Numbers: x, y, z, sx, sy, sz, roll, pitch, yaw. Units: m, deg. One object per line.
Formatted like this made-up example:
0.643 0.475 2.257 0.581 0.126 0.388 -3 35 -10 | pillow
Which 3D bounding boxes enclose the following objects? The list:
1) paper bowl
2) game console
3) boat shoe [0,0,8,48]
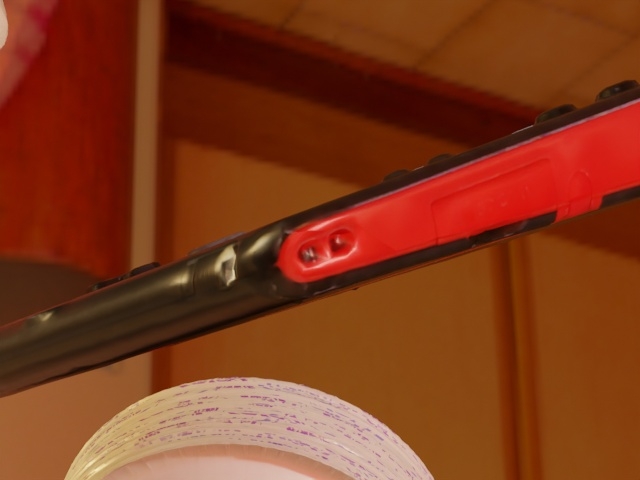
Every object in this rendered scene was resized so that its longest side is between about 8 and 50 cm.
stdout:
-0.051 0.245 1.261 0.284 0.148 0.284 2 116 4 | paper bowl
0.000 0.000 0.926 0.342 0.060 0.386 -15 177 -38 | game console
-0.296 -0.110 0.993 0.097 0.116 0.324 -24 179 27 | boat shoe
